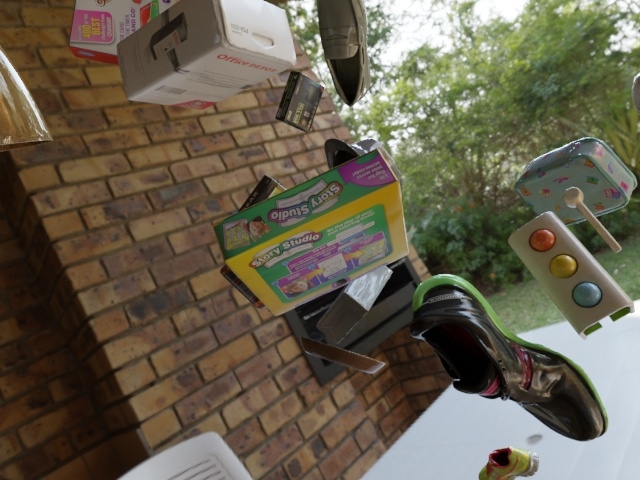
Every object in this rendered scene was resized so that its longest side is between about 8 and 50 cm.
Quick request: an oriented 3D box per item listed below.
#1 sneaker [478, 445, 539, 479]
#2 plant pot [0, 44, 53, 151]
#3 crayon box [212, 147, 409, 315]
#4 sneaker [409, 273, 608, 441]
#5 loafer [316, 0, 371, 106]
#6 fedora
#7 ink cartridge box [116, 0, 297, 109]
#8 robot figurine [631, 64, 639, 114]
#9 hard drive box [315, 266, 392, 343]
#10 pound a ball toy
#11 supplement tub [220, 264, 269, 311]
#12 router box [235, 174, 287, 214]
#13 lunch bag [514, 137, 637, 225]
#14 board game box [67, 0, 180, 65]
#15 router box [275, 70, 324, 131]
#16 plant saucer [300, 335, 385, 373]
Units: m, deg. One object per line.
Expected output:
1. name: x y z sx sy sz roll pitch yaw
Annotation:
1. sneaker: 0.482 0.601 1.288 0.208 0.094 0.081 -59 9 40
2. plant pot: -0.732 -0.316 1.010 0.237 0.254 0.237 -11 13 2
3. crayon box: 0.000 0.000 1.046 0.363 0.106 0.313 -25 -32 0
4. sneaker: 0.381 0.283 1.029 0.202 0.483 0.185 -49 -7 -43
5. loafer: 0.056 -0.466 1.121 0.112 0.319 0.111 0 50 22
6. fedora: 0.135 -0.191 1.364 0.124 0.275 0.244 -33 23 -19
7. ink cartridge box: -0.170 -0.278 0.716 0.218 0.092 0.159 -9 2 34
8. robot figurine: 0.666 -0.325 0.796 0.200 0.353 0.300 14 18 -6
9. hard drive box: 0.106 0.177 1.475 0.181 0.089 0.232 -54 -5 38
10. pound a ball toy: 0.585 0.032 1.097 0.208 0.319 0.136 -37 -38 18
11. supplement tub: -0.175 0.117 1.325 0.106 0.198 0.106 -43 7 7
12. router box: -0.209 -0.066 1.905 0.308 0.243 0.081 -54 35 1
13. lunch bag: 0.717 -0.154 1.363 0.107 0.224 0.279 -54 10 -23
14. board game box: -0.375 -0.507 1.080 0.317 0.242 0.064 8 -3 -12
15. router box: -0.050 -0.338 1.171 0.038 0.122 0.092 24 8 41
16. plant saucer: 0.038 0.219 0.908 0.168 0.169 0.029 90 -163 -78
